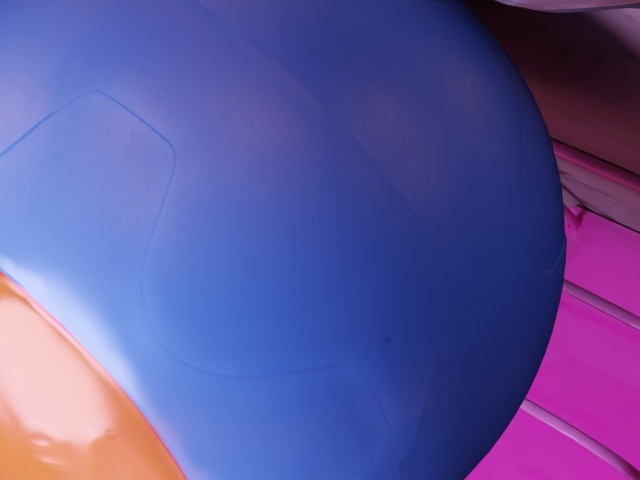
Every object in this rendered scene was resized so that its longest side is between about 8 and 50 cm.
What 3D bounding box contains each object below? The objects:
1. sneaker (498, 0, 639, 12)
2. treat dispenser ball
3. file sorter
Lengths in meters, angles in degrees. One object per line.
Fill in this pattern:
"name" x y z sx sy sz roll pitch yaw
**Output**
"sneaker" 0.043 -0.099 0.509 0.158 0.061 0.065 29 -177 40
"treat dispenser ball" -0.038 -0.002 0.703 0.288 0.288 0.288 31 177 2
"file sorter" 0.123 0.106 0.941 0.202 0.291 0.182 28 174 39
